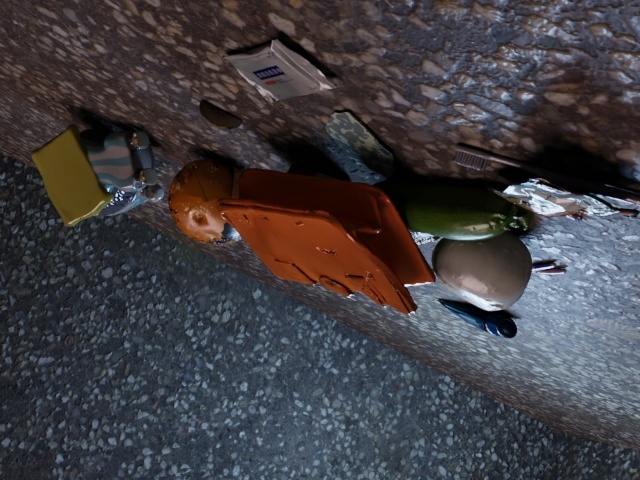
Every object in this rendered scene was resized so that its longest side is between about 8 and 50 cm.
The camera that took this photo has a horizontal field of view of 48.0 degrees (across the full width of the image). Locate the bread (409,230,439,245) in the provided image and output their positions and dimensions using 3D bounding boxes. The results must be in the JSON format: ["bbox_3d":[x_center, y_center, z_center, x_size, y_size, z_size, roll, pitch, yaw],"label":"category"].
[{"bbox_3d":[0.190,-0.034,1.498,0.104,0.076,0.233,16,163,-15],"label":"bread"}]

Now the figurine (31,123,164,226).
[{"bbox_3d":[-0.562,-0.213,2.065,0.361,0.266,0.377,-8,-172,22],"label":"figurine"}]

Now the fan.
[{"bbox_3d":[0.074,-0.173,1.304,0.131,0.009,0.240,18,166,30],"label":"fan"}]

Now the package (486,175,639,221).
[{"bbox_3d":[0.348,-0.058,1.073,0.166,0.040,0.232,16,-178,-6],"label":"package"}]

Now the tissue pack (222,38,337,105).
[{"bbox_3d":[-0.070,-0.270,1.150,0.122,0.026,0.193,33,165,-30],"label":"tissue pack"}]

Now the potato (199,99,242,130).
[{"bbox_3d":[-0.210,-0.249,1.476,0.093,0.037,0.036,26,172,-8],"label":"potato"}]

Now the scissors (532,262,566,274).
[{"bbox_3d":[0.465,0.060,1.498,0.039,0.012,0.113,28,167,-13],"label":"scissors"}]

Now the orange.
[{"bbox_3d":[-0.272,-0.096,1.828,0.234,0.234,0.182,21,-150,17],"label":"orange"}]

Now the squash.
[{"bbox_3d":[0.220,-0.055,1.305,0.378,0.101,0.101,8,159,48],"label":"squash"}]

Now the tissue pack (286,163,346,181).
[{"bbox_3d":[-0.005,-0.092,1.575,0.148,0.099,0.106,21,162,20],"label":"tissue pack"}]

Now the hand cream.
[{"bbox_3d":[0.456,0.228,2.104,0.120,0.061,0.270,33,170,-26],"label":"hand cream"}]

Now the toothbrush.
[{"bbox_3d":[0.364,-0.084,1.071,0.354,0.029,0.024,19,-178,23],"label":"toothbrush"}]

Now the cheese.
[{"bbox_3d":[0.319,0.047,1.397,0.198,0.154,0.189,28,179,7],"label":"cheese"}]

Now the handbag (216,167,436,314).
[{"bbox_3d":[0.000,0.000,1.452,0.410,0.116,0.303,12,148,44],"label":"handbag"}]
